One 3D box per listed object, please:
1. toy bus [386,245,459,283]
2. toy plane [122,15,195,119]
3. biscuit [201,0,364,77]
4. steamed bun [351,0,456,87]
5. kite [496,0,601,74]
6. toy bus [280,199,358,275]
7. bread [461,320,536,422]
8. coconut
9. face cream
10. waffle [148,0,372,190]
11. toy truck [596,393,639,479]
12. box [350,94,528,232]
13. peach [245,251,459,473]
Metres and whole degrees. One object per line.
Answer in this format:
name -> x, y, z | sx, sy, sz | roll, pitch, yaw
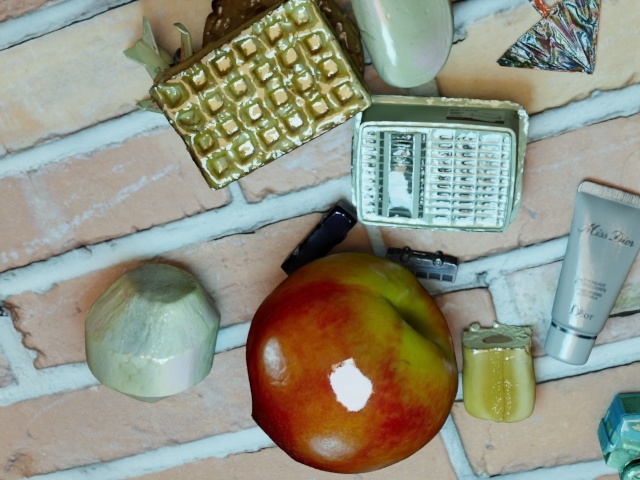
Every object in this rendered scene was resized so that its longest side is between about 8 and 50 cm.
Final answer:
toy bus -> 0.182, 0.044, 1.858 | 0.130, 0.037, 0.052 | 8, 118, 6
toy plane -> -0.239, -0.260, 1.761 | 0.244, 0.092, 0.229 | 47, 142, 3
biscuit -> -0.067, -0.303, 1.725 | 0.295, 0.075, 0.296 | 9, 120, 15
steamed bun -> 0.133, -0.372, 1.635 | 0.152, 0.170, 0.239 | -18, 111, -4
kite -> 0.389, -0.347, 1.674 | 0.232, 0.009, 0.189 | -39, 99, 21
toy bus -> 0.000, 0.000, 1.855 | 0.057, 0.072, 0.172 | 40, 115, -5
bread -> 0.324, 0.241, 1.883 | 0.134, 0.085, 0.173 | 0, 110, 7
coconut -> -0.309, 0.182, 1.903 | 0.259, 0.259, 0.259 | 4, 112, 9
face cream -> 0.471, 0.061, 1.793 | 0.143, 0.089, 0.315 | 16, 103, 4
waffle -> -0.098, -0.238, 1.647 | 0.308, 0.091, 0.213 | -29, 104, 12
toy truck -> 0.640, 0.383, 1.845 | 0.278, 0.155, 0.156 | 16, 106, 4
box -> 0.192, -0.128, 1.714 | 0.290, 0.166, 0.221 | 4, 112, 9
peach -> 0.043, 0.220, 1.782 | 0.388, 0.388, 0.389 | 4, 112, 9
